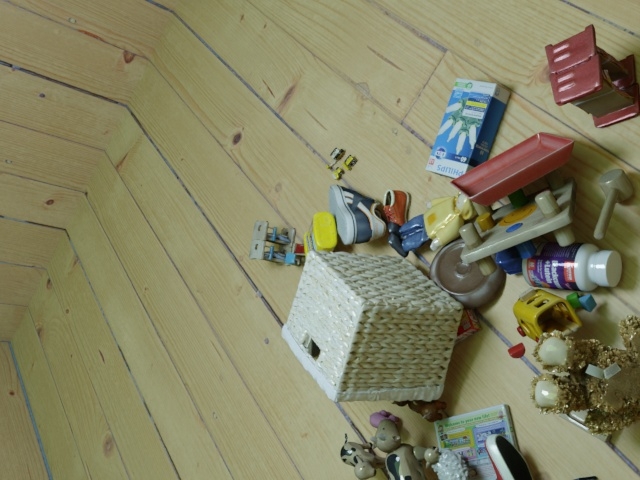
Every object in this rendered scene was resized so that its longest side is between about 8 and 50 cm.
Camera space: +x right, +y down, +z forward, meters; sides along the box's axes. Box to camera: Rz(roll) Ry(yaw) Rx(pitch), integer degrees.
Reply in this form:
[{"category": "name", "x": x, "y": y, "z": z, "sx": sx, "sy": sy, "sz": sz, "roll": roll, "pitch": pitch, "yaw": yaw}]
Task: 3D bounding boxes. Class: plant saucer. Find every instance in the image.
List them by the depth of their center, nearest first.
[{"category": "plant saucer", "x": 0.448, "y": -0.164, "z": 1.670, "sx": 0.259, "sy": 0.259, "sz": 0.047, "roll": -29, "pitch": 100, "yaw": 6}, {"category": "plant saucer", "x": 0.364, "y": 0.076, "z": 1.800, "sx": 0.199, "sy": 0.036, "sz": 0.198, "roll": -11, "pitch": 65, "yaw": 25}]

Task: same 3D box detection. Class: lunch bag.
[{"category": "lunch bag", "x": 0.475, "y": 0.041, "z": 1.717, "sx": 0.098, "sy": 0.065, "sz": 0.067, "roll": -19, "pitch": 41, "yaw": 44}]

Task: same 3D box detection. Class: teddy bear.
[{"category": "teddy bear", "x": 0.582, "y": 0.274, "z": 1.417, "sx": 0.338, "sy": 0.113, "sz": 0.244, "roll": -11, "pitch": 87, "yaw": 2}]

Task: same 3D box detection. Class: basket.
[{"category": "basket", "x": 0.131, "y": 0.208, "z": 1.783, "sx": 0.328, "sy": 0.332, "sz": 0.266, "roll": 43, "pitch": 122, "yaw": 55}]

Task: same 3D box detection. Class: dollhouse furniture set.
[{"category": "dollhouse furniture set", "x": 0.700, "y": -0.386, "z": 1.503, "sx": 0.374, "sy": 0.201, "sz": 0.152, "roll": -18, "pitch": 67, "yaw": 43}, {"category": "dollhouse furniture set", "x": 0.555, "y": 0.326, "z": 1.514, "sx": 0.144, "sy": 0.123, "sz": 0.151, "roll": 27, "pitch": 99, "yaw": 47}, {"category": "dollhouse furniture set", "x": -0.116, "y": 0.010, "z": 2.293, "sx": 0.184, "sy": 0.129, "sz": 0.128, "roll": 1, "pitch": 80, "yaw": 47}]

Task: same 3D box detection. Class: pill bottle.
[{"category": "pill bottle", "x": 0.562, "y": 0.058, "z": 1.591, "sx": 0.194, "sy": 0.108, "sz": 0.108, "roll": 2, "pitch": 81, "yaw": 47}]

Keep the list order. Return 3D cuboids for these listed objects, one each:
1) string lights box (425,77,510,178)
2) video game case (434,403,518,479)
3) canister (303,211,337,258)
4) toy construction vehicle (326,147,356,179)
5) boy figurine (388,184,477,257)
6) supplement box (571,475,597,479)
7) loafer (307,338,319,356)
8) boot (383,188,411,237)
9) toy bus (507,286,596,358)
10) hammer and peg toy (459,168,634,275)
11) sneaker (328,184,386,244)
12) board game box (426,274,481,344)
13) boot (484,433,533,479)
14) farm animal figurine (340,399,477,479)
[{"category": "string lights box", "x": 0.390, "y": -0.288, "z": 1.888, "sx": 0.133, "sy": 0.077, "sz": 0.259, "roll": 23, "pitch": 96, "yaw": 45}, {"category": "video game case", "x": 0.380, "y": 0.513, "z": 1.719, "sx": 0.212, "sy": 0.023, "sz": 0.193, "roll": -28, "pitch": 61, "yaw": 39}, {"category": "canister", "x": 0.000, "y": 0.000, "z": 2.156, "sx": 0.170, "sy": 0.074, "sz": 0.126, "roll": 113, "pitch": 152, "yaw": -64}, {"category": "toy construction vehicle", "x": 0.066, "y": -0.244, "z": 2.250, "sx": 0.098, "sy": 0.035, "sz": 0.086, "roll": -53, "pitch": 58, "yaw": 26}, {"category": "boy figurine", "x": 0.314, "y": -0.051, "z": 1.877, "sx": 0.285, "sy": 0.092, "sz": 0.177, "roll": -29, "pitch": 37, "yaw": 35}, {"category": "supplement box", "x": 0.550, "y": 0.544, "z": 1.489, "sx": 0.056, "sy": 0.083, "sz": 0.083, "roll": -36, "pitch": 57, "yaw": 36}, {"category": "loafer", "x": -0.028, "y": 0.282, "z": 2.181, "sx": 0.050, "sy": 0.056, "sz": 0.147, "roll": 2, "pitch": 80, "yaw": 40}, {"category": "boot", "x": 0.205, "y": -0.068, "z": 2.016, "sx": 0.059, "sy": 0.085, "sz": 0.157, "roll": -1, "pitch": 80, "yaw": 44}, {"category": "toy bus", "x": 0.482, "y": 0.158, "z": 1.574, "sx": 0.202, "sy": 0.191, "sz": 0.104, "roll": -24, "pitch": 104, "yaw": 40}, {"category": "hammer and peg toy", "x": 0.493, "y": -0.067, "z": 1.582, "sx": 0.361, "sy": 0.266, "sz": 0.127, "roll": -24, "pitch": 102, "yaw": 30}, {"category": "sneaker", "x": 0.105, "y": -0.075, "z": 2.105, "sx": 0.321, "sy": 0.128, "sz": 0.126, "roll": -112, "pitch": 21, "yaw": -62}, {"category": "board game box", "x": 0.319, "y": 0.178, "z": 1.857, "sx": 0.147, "sy": 0.045, "sz": 0.193, "roll": -40, "pitch": 53, "yaw": 32}, {"category": "boot", "x": 0.398, "y": 0.571, "z": 1.605, "sx": 0.176, "sy": 0.088, "sz": 0.244, "roll": -36, "pitch": 76, "yaw": 37}, {"category": "farm animal figurine", "x": 0.185, "y": 0.543, "z": 1.781, "sx": 0.330, "sy": 0.172, "sz": 0.326, "roll": -53, "pitch": 46, "yaw": 29}]
